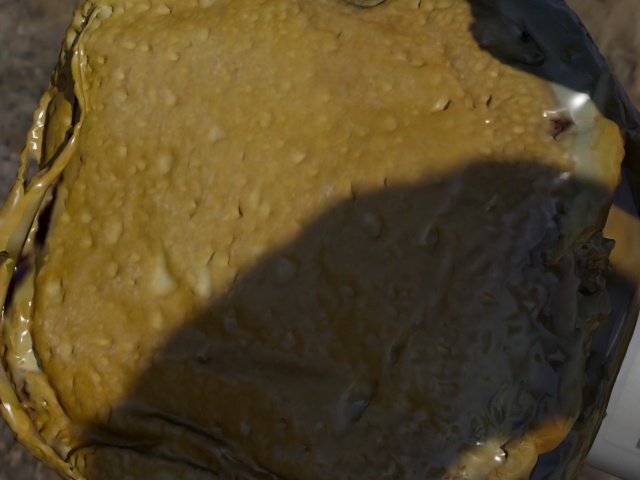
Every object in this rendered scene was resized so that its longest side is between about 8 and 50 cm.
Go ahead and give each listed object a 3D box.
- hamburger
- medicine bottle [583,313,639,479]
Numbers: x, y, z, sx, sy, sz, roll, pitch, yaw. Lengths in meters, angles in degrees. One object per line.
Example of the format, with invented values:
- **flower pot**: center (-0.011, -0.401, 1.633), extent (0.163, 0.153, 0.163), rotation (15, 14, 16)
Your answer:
- **hamburger**: center (0.000, 0.000, 0.696), extent (0.319, 0.318, 0.158), rotation (32, 3, 19)
- **medicine bottle**: center (0.209, 0.084, 0.959), extent (0.215, 0.135, 0.135), rotation (21, 31, 9)
